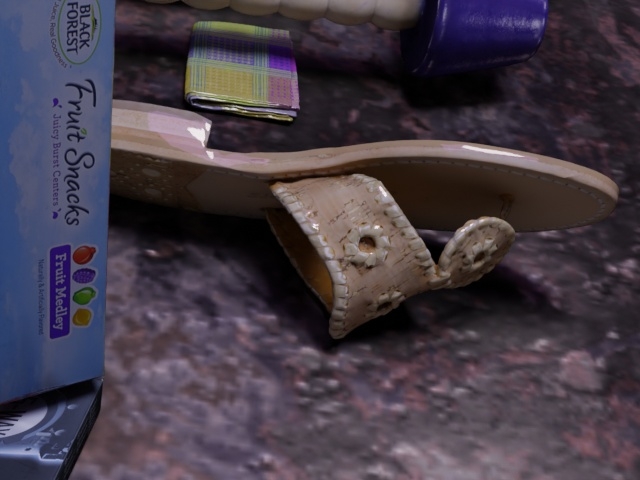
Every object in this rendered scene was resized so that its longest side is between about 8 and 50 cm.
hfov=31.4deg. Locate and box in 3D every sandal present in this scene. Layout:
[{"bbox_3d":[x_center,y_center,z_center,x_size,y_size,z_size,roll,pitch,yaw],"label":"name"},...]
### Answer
[{"bbox_3d":[0.000,0.002,0.483,0.240,0.088,0.079,9,71,4],"label":"sandal"}]

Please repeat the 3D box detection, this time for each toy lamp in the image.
[{"bbox_3d":[-0.016,-0.131,0.597,0.275,0.080,0.080,2,41,-13],"label":"toy lamp"}]

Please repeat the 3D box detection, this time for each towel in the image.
[{"bbox_3d":[-0.043,-0.093,0.613,0.060,0.009,0.083,6,40,-9],"label":"towel"}]

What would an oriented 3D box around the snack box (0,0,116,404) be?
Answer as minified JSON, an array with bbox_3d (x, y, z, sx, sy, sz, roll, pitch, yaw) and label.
[{"bbox_3d":[-0.144,-0.069,0.407,0.070,0.174,0.207,-14,40,-31],"label":"snack box"}]

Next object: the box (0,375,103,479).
[{"bbox_3d":[-0.119,0.072,0.388,0.067,0.018,0.083,16,39,3],"label":"box"}]
